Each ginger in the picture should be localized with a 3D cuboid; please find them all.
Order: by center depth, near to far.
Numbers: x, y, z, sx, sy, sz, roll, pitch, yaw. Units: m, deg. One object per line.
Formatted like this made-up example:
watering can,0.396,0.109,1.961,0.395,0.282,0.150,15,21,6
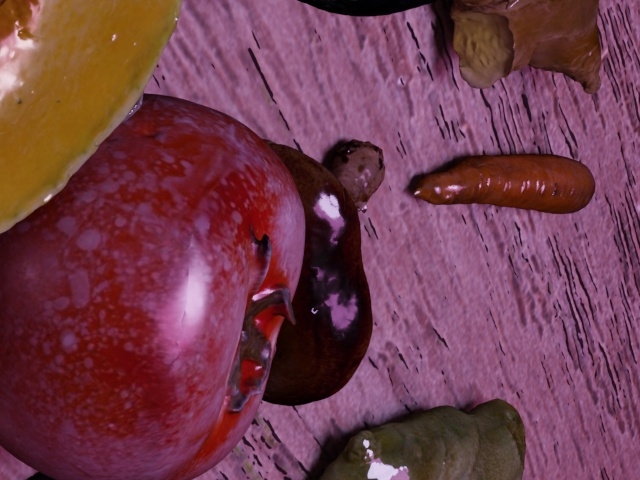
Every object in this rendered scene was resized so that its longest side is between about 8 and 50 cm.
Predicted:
ginger,0.181,-0.228,1.635,0.219,0.123,0.270,-57,149,-13
ginger,0.093,0.219,1.729,0.290,0.089,0.137,1,122,-54

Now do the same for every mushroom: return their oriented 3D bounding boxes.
mushroom,0.000,0.000,1.517,0.217,0.148,0.227,-43,141,-54

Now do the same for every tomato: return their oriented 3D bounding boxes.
tomato,-0.135,0.030,1.267,0.270,0.227,0.270,20,90,-75

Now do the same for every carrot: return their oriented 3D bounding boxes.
carrot,0.170,-0.052,1.741,0.248,0.059,0.059,-1,105,-47

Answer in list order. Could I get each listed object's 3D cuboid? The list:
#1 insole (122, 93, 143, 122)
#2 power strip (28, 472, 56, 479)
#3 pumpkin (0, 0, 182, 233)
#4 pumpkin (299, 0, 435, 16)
insole,-0.137,-0.179,1.238,0.011,0.081,0.248,91,1,-62
power strip,-0.196,0.189,1.412,0.111,0.029,0.038,-30,125,-43
pumpkin,-0.253,-0.174,1.088,0.332,0.199,0.332,-24,127,-36
pumpkin,0.033,-0.305,1.290,0.238,0.315,0.315,15,93,-17
